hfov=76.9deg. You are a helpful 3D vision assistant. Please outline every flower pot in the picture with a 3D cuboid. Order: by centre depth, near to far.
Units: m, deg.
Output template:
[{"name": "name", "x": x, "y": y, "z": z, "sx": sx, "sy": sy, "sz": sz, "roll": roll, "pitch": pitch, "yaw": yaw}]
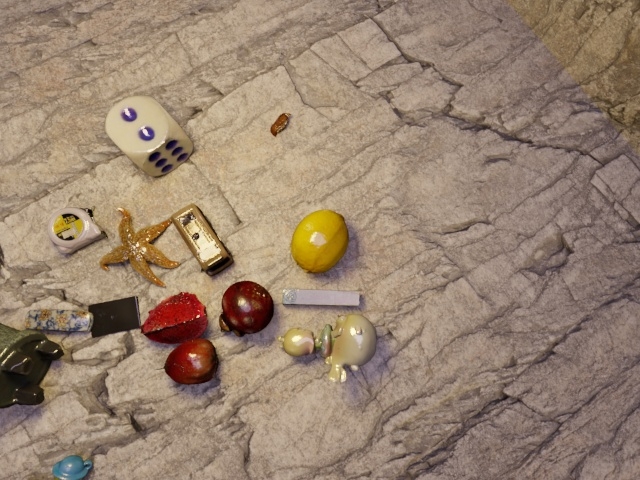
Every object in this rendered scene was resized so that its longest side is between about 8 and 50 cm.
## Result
[{"name": "flower pot", "x": -1.131, "y": 0.462, "z": 1.446, "sx": 0.283, "sy": 0.299, "sz": 0.298, "roll": 16, "pitch": 78, "yaw": 5}]

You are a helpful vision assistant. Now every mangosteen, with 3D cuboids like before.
[{"name": "mangosteen", "x": -0.307, "y": 0.285, "z": 1.604, "sx": 0.215, "sy": 0.215, "sz": 0.257, "roll": 42, "pitch": 109, "yaw": 4}]

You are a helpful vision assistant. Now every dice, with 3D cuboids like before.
[{"name": "dice", "x": -0.706, "y": -0.432, "z": 1.679, "sx": 0.243, "sy": 0.259, "sz": 0.251, "roll": -43, "pitch": 86, "yaw": -9}]

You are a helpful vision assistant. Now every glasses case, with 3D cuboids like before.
[{"name": "glasses case", "x": -1.031, "y": 0.315, "z": 1.594, "sx": 0.248, "sy": 0.065, "sz": 0.086, "roll": 4, "pitch": 81, "yaw": -2}]

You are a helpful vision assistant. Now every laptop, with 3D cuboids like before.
[{"name": "laptop", "x": -0.835, "y": 0.309, "z": 1.639, "sx": 0.198, "sy": 0.016, "sz": 0.135, "roll": -10, "pitch": 80, "yaw": -5}]

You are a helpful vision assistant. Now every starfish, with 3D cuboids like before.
[{"name": "starfish", "x": -0.756, "y": 0.032, "z": 1.662, "sx": 0.328, "sy": 0.094, "sz": 0.374, "roll": -18, "pitch": 85, "yaw": -10}]

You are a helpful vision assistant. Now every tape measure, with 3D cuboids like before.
[{"name": "tape measure", "x": -1.006, "y": -0.050, "z": 1.658, "sx": 0.196, "sy": 0.105, "sz": 0.178, "roll": -24, "pitch": 88, "yaw": -7}]

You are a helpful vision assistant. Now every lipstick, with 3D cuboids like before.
[{"name": "lipstick", "x": 0.001, "y": 0.240, "z": 1.691, "sx": 0.318, "sy": 0.068, "sz": 0.066, "roll": 2, "pitch": 77, "yaw": -4}]

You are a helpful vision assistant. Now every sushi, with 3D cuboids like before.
[{"name": "sushi", "x": -0.181, "y": -0.535, "z": 1.844, "sx": 0.055, "sy": 0.052, "sz": 0.120, "roll": 35, "pitch": 78, "yaw": 2}]

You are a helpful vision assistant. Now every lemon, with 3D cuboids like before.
[{"name": "lemon", "x": -0.003, "y": 0.004, "z": 1.660, "sx": 0.236, "sy": 0.235, "sz": 0.263, "roll": 15, "pitch": 55, "yaw": -1}]

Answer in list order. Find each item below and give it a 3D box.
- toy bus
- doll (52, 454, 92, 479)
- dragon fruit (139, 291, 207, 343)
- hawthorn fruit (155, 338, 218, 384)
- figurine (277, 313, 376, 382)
[{"name": "toy bus", "x": -0.484, "y": -0.001, "z": 1.656, "sx": 0.140, "sy": 0.157, "sz": 0.289, "roll": -32, "pitch": 83, "yaw": -10}, {"name": "doll", "x": -0.996, "y": 0.926, "z": 1.450, "sx": 0.363, "sy": 0.145, "sz": 0.199, "roll": -35, "pitch": 123, "yaw": -19}, {"name": "dragon fruit", "x": -0.565, "y": 0.320, "z": 1.597, "sx": 0.262, "sy": 0.163, "sz": 0.189, "roll": -16, "pitch": 109, "yaw": -4}, {"name": "hawthorn fruit", "x": -0.513, "y": 0.466, "z": 1.549, "sx": 0.236, "sy": 0.181, "sz": 0.181, "roll": -3, "pitch": 79, "yaw": -9}, {"name": "figurine", "x": 0.024, "y": 0.420, "z": 1.589, "sx": 0.395, "sy": 0.226, "sz": 0.274, "roll": 0, "pitch": 51, "yaw": 5}]
